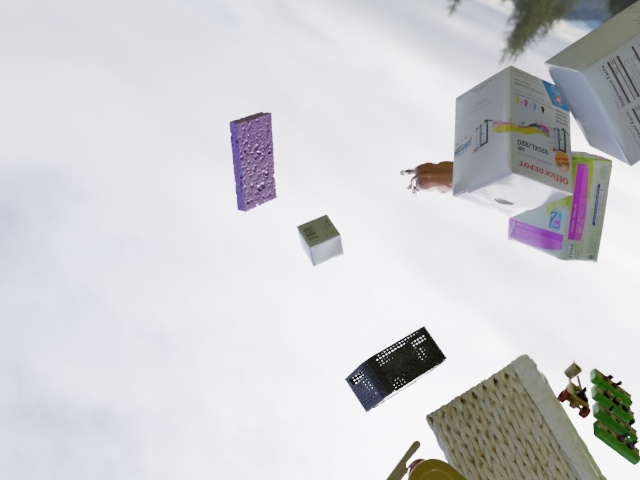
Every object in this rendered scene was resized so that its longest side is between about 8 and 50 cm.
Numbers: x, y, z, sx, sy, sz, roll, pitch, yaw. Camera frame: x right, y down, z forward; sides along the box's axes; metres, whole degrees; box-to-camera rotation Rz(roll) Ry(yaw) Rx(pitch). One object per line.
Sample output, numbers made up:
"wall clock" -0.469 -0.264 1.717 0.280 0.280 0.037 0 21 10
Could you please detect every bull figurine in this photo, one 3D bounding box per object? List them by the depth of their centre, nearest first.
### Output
"bull figurine" 0.396 -0.185 2.239 0.310 0.101 0.188 5 173 -24

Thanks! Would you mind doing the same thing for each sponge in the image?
"sponge" -0.153 -0.183 1.704 0.031 0.210 0.117 13 -155 34

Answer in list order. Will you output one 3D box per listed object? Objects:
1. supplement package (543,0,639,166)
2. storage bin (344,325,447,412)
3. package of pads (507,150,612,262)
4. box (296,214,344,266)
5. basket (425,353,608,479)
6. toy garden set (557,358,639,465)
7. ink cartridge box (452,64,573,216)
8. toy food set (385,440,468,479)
"supplement package" 0.583 -0.299 1.309 0.198 0.263 0.199 55 -171 -15
"storage bin" 0.155 0.264 1.513 0.180 0.122 0.084 -25 -107 -32
"package of pads" 0.521 -0.090 1.646 0.101 0.229 0.296 3 -172 -11
"box" 0.000 0.000 2.125 0.102 0.087 0.101 -22 -134 -12
"basket" 0.432 0.458 1.594 0.331 0.266 0.328 65 -168 24
"toy garden set" 0.617 0.344 1.626 0.204 0.049 0.244 37 -151 -1
"ink cartridge box" 0.386 -0.192 1.489 0.171 0.168 0.232 15 -111 -28
"toy food set" 0.197 0.467 1.347 0.218 0.071 0.128 43 -122 -10
